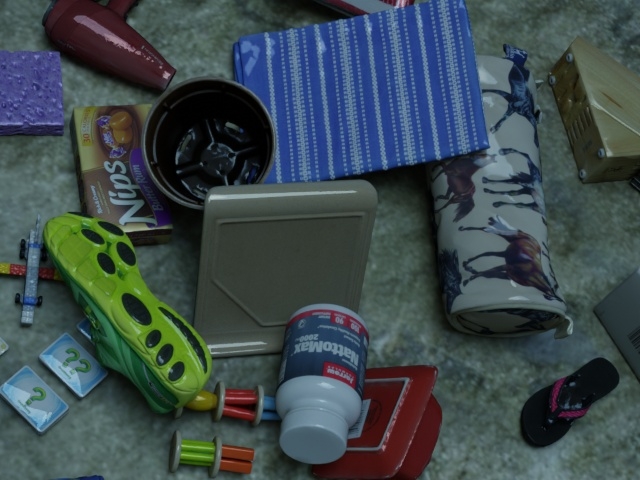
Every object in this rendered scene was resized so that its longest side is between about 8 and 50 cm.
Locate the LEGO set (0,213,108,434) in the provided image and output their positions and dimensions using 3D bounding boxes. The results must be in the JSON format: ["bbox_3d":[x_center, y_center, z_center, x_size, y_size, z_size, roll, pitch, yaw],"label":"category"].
[{"bbox_3d":[-0.359,0.090,1.651,0.244,0.060,0.182,44,58,7],"label":"LEGO set"}]

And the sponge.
[{"bbox_3d":[-0.445,-0.195,1.769,0.210,0.031,0.117,-2,67,-16],"label":"sponge"}]

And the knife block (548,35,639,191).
[{"bbox_3d":[0.492,-0.171,2.000,0.242,0.088,0.276,-6,68,-20],"label":"knife block"}]

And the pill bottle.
[{"bbox_3d":[0.001,0.177,1.648,0.108,0.108,0.180,16,47,-9],"label":"pill bottle"}]

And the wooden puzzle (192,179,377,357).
[{"bbox_3d":[-0.049,0.033,1.696,0.221,0.239,0.044,-3,31,-18],"label":"wooden puzzle"}]

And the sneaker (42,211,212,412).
[{"bbox_3d":[-0.253,0.089,1.626,0.109,0.123,0.295,-17,62,-47],"label":"sneaker"}]

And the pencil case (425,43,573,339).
[{"bbox_3d":[0.239,-0.059,1.834,0.183,0.160,0.410,-2,66,-4],"label":"pencil case"}]

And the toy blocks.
[{"bbox_3d":[-0.107,0.234,1.658,0.148,0.054,0.123,8,64,-13],"label":"toy blocks"}]

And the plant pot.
[{"bbox_3d":[-0.138,-0.114,1.727,0.167,0.165,0.167,0,86,-1],"label":"plant pot"}]

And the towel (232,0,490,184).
[{"bbox_3d":[0.049,-0.204,1.832,0.336,0.040,0.243,-10,67,10],"label":"towel"}]

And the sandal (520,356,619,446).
[{"bbox_3d":[0.337,0.210,1.806,0.179,0.040,0.067,-33,79,-26],"label":"sandal"}]

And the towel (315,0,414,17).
[{"bbox_3d":[0.066,-0.489,1.941,0.237,0.037,0.329,17,83,-34],"label":"towel"}]

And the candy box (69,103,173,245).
[{"bbox_3d":[-0.262,-0.085,1.760,0.109,0.053,0.187,-4,66,-18],"label":"candy box"}]

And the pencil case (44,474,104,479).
[{"bbox_3d":[-0.381,0.338,1.491,0.306,0.119,0.133,-5,38,-18],"label":"pencil case"}]

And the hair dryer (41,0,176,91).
[{"bbox_3d":[-0.279,-0.330,1.852,0.223,0.080,0.293,-18,72,-23],"label":"hair dryer"}]

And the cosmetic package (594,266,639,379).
[{"bbox_3d":[0.594,0.076,1.880,0.365,0.155,0.197,-26,74,-23],"label":"cosmetic package"}]

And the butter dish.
[{"bbox_3d":[0.093,0.247,1.676,0.118,0.160,0.160,42,58,-30],"label":"butter dish"}]
